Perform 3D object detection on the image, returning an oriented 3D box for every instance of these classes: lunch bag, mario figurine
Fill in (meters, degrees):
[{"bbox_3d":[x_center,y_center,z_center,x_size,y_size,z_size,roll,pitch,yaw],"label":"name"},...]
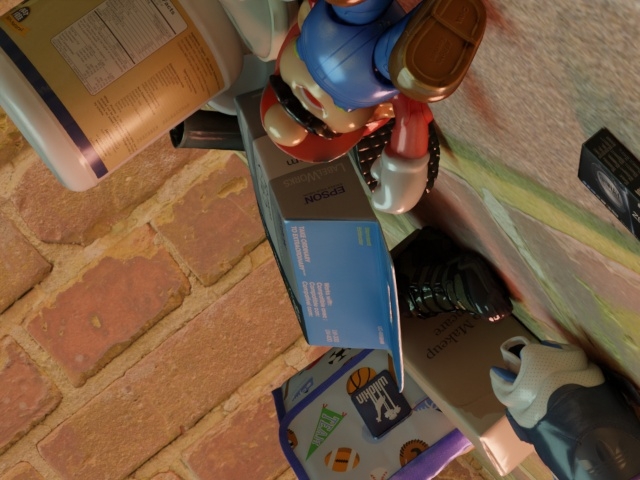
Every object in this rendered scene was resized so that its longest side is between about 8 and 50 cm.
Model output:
[{"bbox_3d":[0.113,0.253,1.859,0.239,0.328,0.385,52,-176,-14],"label":"lunch bag"},{"bbox_3d":[0.011,-0.122,0.965,0.320,0.170,0.198,143,122,-78],"label":"mario figurine"}]

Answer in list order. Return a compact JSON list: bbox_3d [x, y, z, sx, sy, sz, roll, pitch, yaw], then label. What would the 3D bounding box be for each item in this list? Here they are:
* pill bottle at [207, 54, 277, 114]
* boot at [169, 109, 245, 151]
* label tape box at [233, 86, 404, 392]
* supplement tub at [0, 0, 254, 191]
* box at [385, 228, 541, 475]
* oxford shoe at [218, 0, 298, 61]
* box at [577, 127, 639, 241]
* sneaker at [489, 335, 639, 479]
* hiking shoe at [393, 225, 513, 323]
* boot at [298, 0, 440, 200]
[{"bbox_3d":[-0.136,-0.246,1.750,0.121,0.121,0.216,52,175,-20],"label":"pill bottle"},{"bbox_3d":[-0.112,-0.152,1.791,0.189,0.208,0.076,172,92,-76],"label":"boot"},{"bbox_3d":[0.000,0.000,1.575,0.249,0.115,0.347,81,172,-48],"label":"label tape box"},{"bbox_3d":[-0.236,-0.232,1.513,0.228,0.316,0.228,50,170,13],"label":"supplement tub"},{"bbox_3d":[0.183,0.141,1.642,0.311,0.148,0.121,45,172,40],"label":"box"},{"bbox_3d":[-0.121,-0.292,1.003,0.169,0.130,0.449,55,175,29],"label":"oxford shoe"},{"bbox_3d":[0.205,-0.029,0.824,0.083,0.018,0.067,49,176,17],"label":"box"},{"bbox_3d":[0.288,0.208,1.398,0.236,0.130,0.323,59,-177,19],"label":"sneaker"},{"bbox_3d":[0.149,0.066,1.533,0.086,0.114,0.227,51,176,-25],"label":"hiking shoe"},{"bbox_3d":[0.029,-0.157,1.236,0.246,0.083,0.161,62,175,-31],"label":"boot"}]
